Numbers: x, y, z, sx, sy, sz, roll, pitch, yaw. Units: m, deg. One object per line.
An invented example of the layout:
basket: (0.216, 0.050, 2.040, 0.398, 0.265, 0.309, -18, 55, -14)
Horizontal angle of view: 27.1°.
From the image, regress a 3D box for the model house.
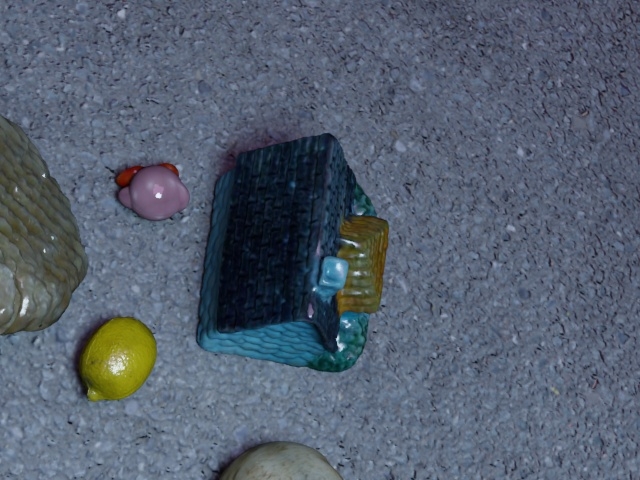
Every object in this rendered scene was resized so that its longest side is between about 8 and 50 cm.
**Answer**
model house: (0.000, 0.000, 1.569, 0.226, 0.241, 0.261, 11, 70, -17)

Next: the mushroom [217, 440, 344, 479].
mushroom: (-0.014, 0.348, 1.483, 0.195, 0.189, 0.253, -3, 78, -21)

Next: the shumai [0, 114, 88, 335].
shumai: (-0.424, 0.008, 1.426, 0.314, 0.262, 0.267, 38, 37, -58)

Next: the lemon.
lemon: (-0.233, 0.137, 1.514, 0.082, 0.082, 0.110, 38, 57, -8)

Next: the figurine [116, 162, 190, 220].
figurine: (-0.201, -0.057, 1.595, 0.083, 0.067, 0.071, -14, 59, -10)
